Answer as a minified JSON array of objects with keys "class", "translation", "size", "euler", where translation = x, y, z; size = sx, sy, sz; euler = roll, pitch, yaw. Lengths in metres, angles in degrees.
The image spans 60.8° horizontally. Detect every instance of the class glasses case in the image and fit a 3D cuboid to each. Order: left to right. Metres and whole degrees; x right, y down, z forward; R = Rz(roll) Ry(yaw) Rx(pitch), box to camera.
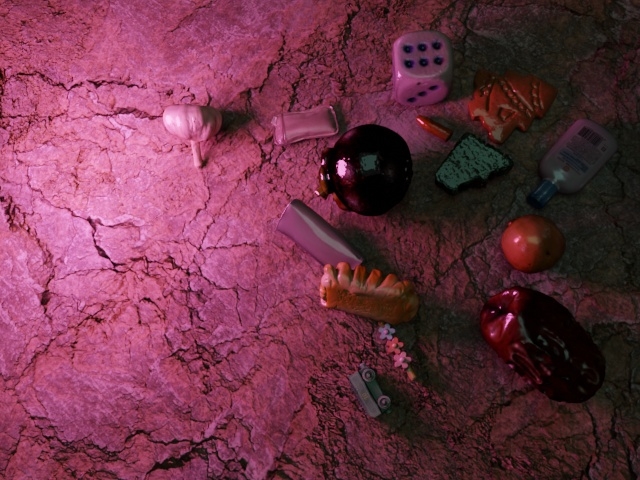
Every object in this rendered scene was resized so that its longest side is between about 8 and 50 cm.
[{"class":"glasses case","translation":[-0.002,0.002,1.784],"size":[0.308,0.083,0.128],"euler":[41,102,0]}]

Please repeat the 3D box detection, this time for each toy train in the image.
[{"class":"toy train","translation":[0.152,0.462,1.671],"size":[0.099,0.070,0.172],"euler":[-31,76,5]}]

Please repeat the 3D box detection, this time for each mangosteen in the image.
[{"class":"mangosteen","translation":[0.143,-0.232,1.739],"size":[0.313,0.297,0.297],"euler":[33,81,38]}]

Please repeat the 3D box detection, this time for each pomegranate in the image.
[{"class":"pomegranate","translation":[0.651,0.008,1.674],"size":[0.191,0.191,0.191],"euler":[-1,76,5]}]

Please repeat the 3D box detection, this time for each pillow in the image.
[{"class":"pillow","translation":[-0.057,-0.406,1.920],"size":[0.232,0.038,0.131],"euler":[-10,72,2]}]

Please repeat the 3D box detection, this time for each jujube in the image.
[{"class":"jujube","translation":[0.639,0.294,1.572],"size":[0.376,0.258,0.258],"euler":[36,82,11]}]

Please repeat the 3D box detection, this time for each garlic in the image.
[{"class":"garlic","translation":[-0.447,-0.361,1.898],"size":[0.199,0.199,0.226],"euler":[3,105,6]}]

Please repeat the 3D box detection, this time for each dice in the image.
[{"class":"dice","translation":[0.342,-0.579,1.846],"size":[0.193,0.192,0.194],"euler":[-1,74,4]}]

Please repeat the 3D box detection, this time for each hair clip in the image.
[{"class":"hair clip","translation":[0.237,0.338,1.697],"size":[0.062,0.056,0.214],"euler":[-29,75,-2]}]

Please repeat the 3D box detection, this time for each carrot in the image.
[{"class":"carrot","translation":[0.384,-0.387,1.870],"size":[0.139,0.048,0.048],"euler":[33,81,15]}]

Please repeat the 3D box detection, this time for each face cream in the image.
[{"class":"face cream","translation":[0.804,-0.238,1.773],"size":[0.163,0.080,0.337],"euler":[42,84,13]}]

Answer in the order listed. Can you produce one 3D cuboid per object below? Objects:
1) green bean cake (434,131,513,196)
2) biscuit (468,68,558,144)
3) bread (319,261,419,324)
[{"class":"green bean cake","translation":[0.495,-0.221,1.786],"size":[0.193,0.107,0.208],"euler":[37,83,10]},{"class":"biscuit","translation":[0.660,-0.480,1.865],"size":[0.306,0.043,0.284],"euler":[-14,75,2]},{"class":"bread","translation":[0.152,0.163,1.699],"size":[0.311,0.173,0.121],"euler":[15,39,4]}]
